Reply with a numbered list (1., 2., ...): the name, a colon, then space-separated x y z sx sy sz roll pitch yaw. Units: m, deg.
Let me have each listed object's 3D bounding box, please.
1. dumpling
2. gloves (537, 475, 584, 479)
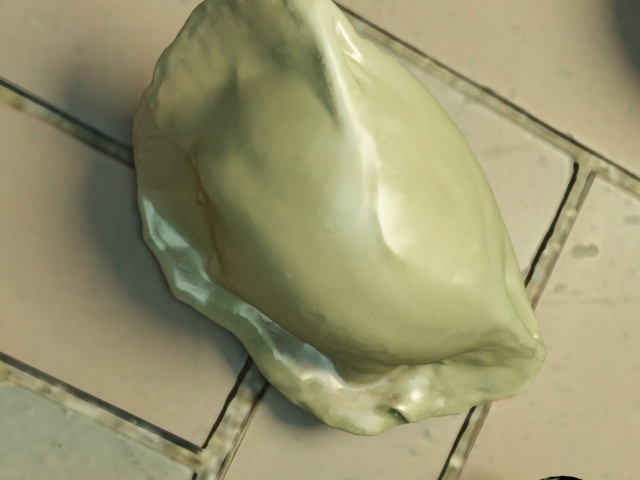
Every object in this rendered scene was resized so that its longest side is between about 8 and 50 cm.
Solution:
1. dumpling: 0.000 0.000 0.548 0.151 0.124 0.229 -29 106 24
2. gloves: 0.047 0.198 0.543 0.218 0.131 0.140 -29 93 -23
